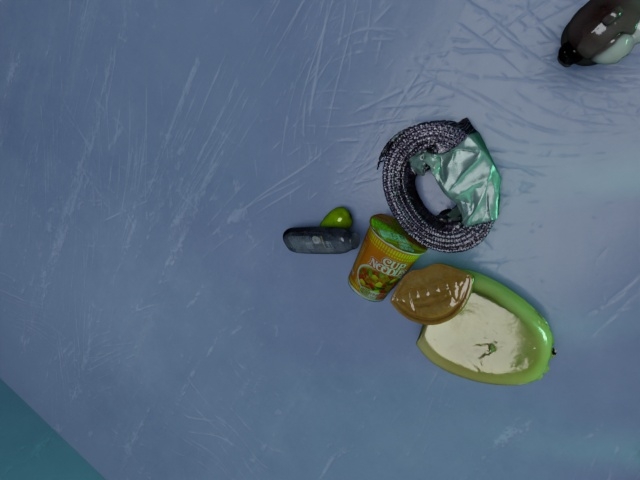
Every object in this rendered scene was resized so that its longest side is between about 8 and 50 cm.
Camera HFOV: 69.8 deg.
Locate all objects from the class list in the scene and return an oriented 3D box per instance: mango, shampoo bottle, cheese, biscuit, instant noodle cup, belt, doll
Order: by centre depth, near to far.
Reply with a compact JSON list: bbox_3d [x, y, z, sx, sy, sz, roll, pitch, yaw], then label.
[{"bbox_3d":[0.527,-0.394,0.862,0.117,0.257,0.182,45,114,0],"label":"doll"},{"bbox_3d":[0.290,-0.128,1.096,0.260,0.122,0.325,-27,90,30],"label":"belt"},{"bbox_3d":[0.268,0.132,1.106,0.220,0.028,0.142,-19,81,34],"label":"biscuit"},{"bbox_3d":[0.408,0.231,1.122,0.315,0.128,0.260,25,108,14],"label":"cheese"},{"bbox_3d":[0.158,0.052,1.181,0.168,0.168,0.185,34,120,12],"label":"instant noodle cup"},{"bbox_3d":[0.000,0.000,1.242,0.233,0.049,0.087,-1,133,40],"label":"shampoo bottle"},{"bbox_3d":[0.040,-0.046,1.255,0.108,0.056,0.074,-28,95,38],"label":"mango"}]
